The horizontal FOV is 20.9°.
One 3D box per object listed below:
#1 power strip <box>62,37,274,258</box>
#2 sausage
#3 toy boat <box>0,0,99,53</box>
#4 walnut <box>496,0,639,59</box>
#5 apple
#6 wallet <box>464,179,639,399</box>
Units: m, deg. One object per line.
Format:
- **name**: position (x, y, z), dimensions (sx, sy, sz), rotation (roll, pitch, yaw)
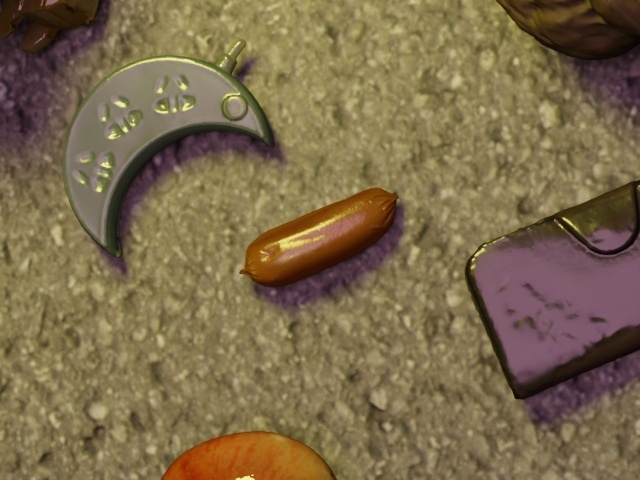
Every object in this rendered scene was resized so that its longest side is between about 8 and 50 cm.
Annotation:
- **power strip**: position (-0.165, -0.112, 1.816), dimensions (0.253, 0.054, 0.167), rotation (-37, 84, 5)
- **sausage**: position (0.000, 0.000, 1.791), dimensions (0.183, 0.054, 0.062), rotation (-22, 113, 3)
- **toy boat**: position (-0.272, -0.350, 1.823), dimensions (0.115, 0.089, 0.310), rotation (15, 90, 26)
- **walnut**: position (0.277, -0.298, 1.685), dimensions (0.248, 0.248, 0.248), rotation (0, 87, 7)
- **apple**: position (-0.071, 0.290, 1.731), dimensions (0.209, 0.164, 0.209), rotation (0, 90, 8)
- **wallet**: position (0.308, 0.031, 1.754), dimensions (0.309, 0.042, 0.165), rotation (-22, 85, 3)
